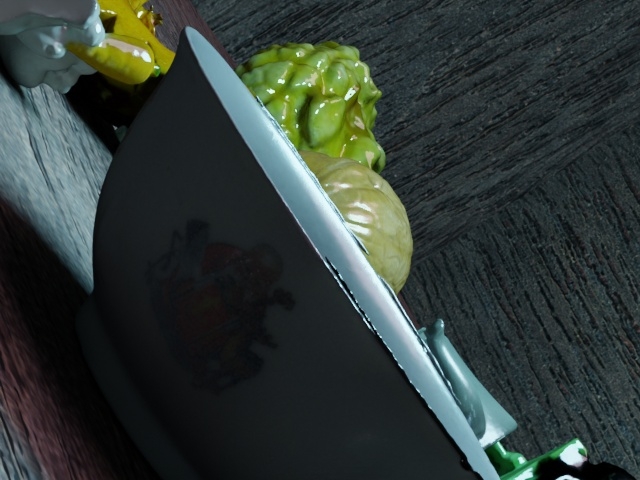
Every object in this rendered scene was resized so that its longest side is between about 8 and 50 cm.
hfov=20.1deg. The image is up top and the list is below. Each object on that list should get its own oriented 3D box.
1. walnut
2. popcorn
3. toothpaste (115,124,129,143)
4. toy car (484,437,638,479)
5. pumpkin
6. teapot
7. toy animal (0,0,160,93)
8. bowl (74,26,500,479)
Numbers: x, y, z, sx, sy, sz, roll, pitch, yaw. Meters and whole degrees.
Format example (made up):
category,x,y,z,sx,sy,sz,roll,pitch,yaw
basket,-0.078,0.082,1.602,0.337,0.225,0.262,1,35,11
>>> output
category,x,y,z,sx,sy,sz,roll,pitch,yaw
walnut,0.000,0.000,1.869,0.193,0.193,0.225,58,8,14
popcorn,-0.028,-0.139,2.346,0.258,0.224,0.270,-93,162,-49
toothpaste,-0.124,-0.024,1.589,0.197,0.035,0.057,56,20,-27
toy car,0.210,0.336,1.636,0.359,0.213,0.176,60,-30,5
pumpkin,-0.188,-0.153,1.573,0.130,0.149,0.254,-17,59,-44
teapot,0.062,0.142,1.585,0.149,0.162,0.239,60,-32,4
toy animal,-0.193,-0.169,1.336,0.182,0.131,0.127,90,-11,-80
bowl,-0.040,0.058,1.048,0.345,0.157,0.345,56,3,-5
